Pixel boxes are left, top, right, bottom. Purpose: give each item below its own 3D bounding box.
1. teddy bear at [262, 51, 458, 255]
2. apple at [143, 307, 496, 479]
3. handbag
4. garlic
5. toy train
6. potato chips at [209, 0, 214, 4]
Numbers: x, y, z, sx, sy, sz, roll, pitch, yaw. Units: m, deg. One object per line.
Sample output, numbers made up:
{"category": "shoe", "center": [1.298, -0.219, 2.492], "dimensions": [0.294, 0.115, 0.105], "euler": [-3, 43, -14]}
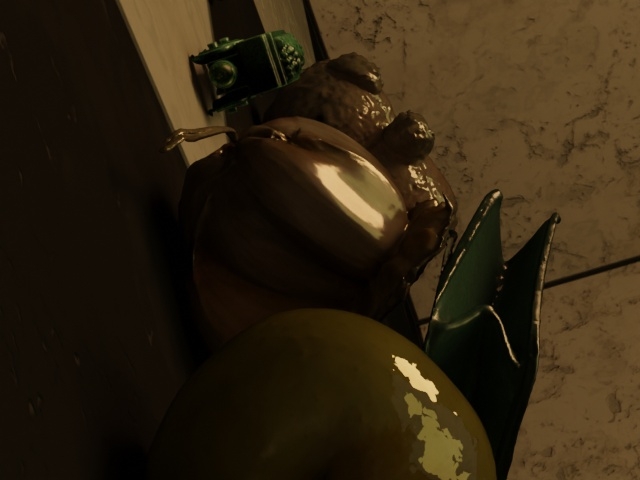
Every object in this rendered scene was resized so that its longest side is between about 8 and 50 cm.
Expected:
{"category": "teddy bear", "center": [0.047, -0.082, 2.108], "dimensions": [0.267, 0.236, 0.151], "euler": [53, 40, -7]}
{"category": "apple", "center": [-0.003, 0.130, 0.973], "dimensions": [0.200, 0.200, 0.200], "euler": [-17, 90, -85]}
{"category": "handbag", "center": [0.094, 0.152, 1.324], "dimensions": [0.238, 0.089, 0.326], "euler": [-65, 168, -61]}
{"category": "garlic", "center": [-0.007, -0.013, 1.262], "dimensions": [0.256, 0.207, 0.207], "euler": [71, 5, -64]}
{"category": "toy train", "center": [-0.065, -0.166, 1.745], "dimensions": [0.172, 0.099, 0.070], "euler": [-65, 137, -81]}
{"category": "potato chips", "center": [-0.135, -0.363, 2.004], "dimensions": [0.092, 0.028, 0.207], "euler": [-54, 127, -62]}
